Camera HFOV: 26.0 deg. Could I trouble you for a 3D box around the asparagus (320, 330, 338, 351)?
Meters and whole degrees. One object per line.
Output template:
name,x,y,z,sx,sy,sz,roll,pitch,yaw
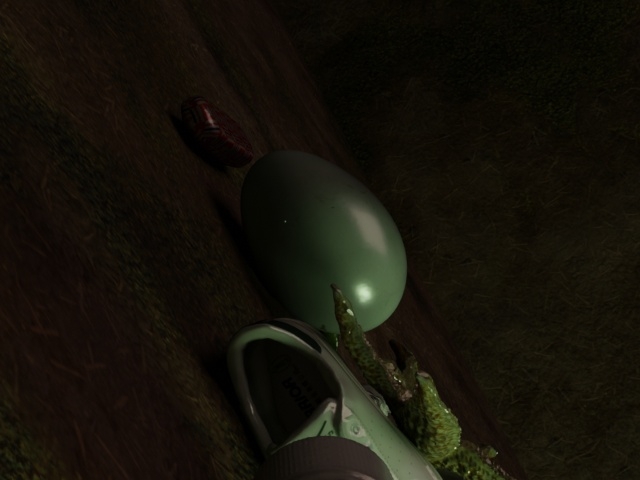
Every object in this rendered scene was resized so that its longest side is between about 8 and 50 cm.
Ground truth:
asparagus,-0.030,0.060,1.924,0.236,0.027,0.034,57,-3,-15

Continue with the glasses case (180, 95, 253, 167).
glasses case,-0.143,-0.142,1.904,0.073,0.049,0.194,62,9,16

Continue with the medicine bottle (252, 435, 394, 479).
medicine bottle,0.011,0.260,1.028,0.144,0.144,0.252,56,8,-18

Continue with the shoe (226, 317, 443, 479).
shoe,0.026,0.222,1.319,0.363,0.132,0.160,57,6,16

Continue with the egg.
egg,0.000,0.000,1.780,0.264,0.183,0.183,53,7,6

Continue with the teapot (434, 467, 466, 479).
teapot,0.128,0.338,1.501,0.204,0.139,0.298,31,15,-5

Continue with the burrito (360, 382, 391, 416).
burrito,0.052,0.212,1.753,0.064,0.064,0.203,60,9,7

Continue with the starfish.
starfish,0.110,0.177,1.453,0.358,0.078,0.347,45,3,-14
